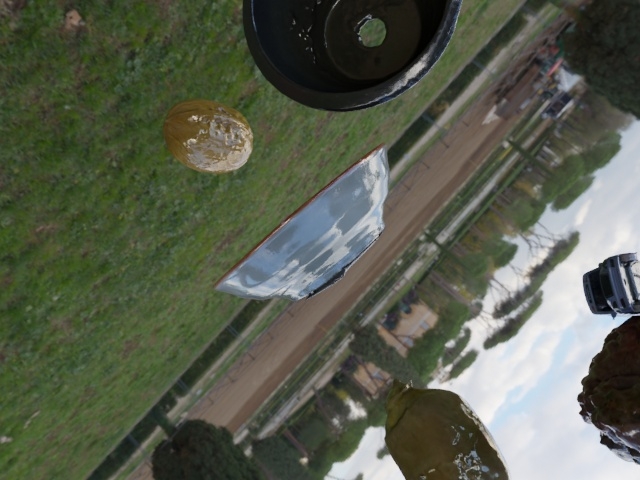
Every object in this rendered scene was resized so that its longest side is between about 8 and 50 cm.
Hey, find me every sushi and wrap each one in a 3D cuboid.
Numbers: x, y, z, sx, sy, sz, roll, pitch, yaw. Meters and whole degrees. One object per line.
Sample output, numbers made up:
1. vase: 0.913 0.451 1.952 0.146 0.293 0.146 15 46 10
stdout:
1. sushi: 0.440 0.220 0.582 0.171 0.270 0.236 -57 -162 -21

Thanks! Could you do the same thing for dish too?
1. dish: 0.000 0.000 0.597 0.260 0.085 0.260 -40 -178 2

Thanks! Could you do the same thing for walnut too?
1. walnut: -0.243 -0.227 1.102 0.206 0.159 0.159 11 127 -38

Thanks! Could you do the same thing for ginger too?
1. ginger: 0.169 0.306 0.674 0.152 0.267 0.138 6 136 -22

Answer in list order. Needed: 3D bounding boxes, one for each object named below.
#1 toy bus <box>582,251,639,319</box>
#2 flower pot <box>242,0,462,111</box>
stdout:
1. toy bus: 0.398 0.066 0.651 0.167 0.073 0.076 11 157 -38
2. flower pot: 0.052 -0.288 0.649 0.269 0.269 0.166 -50 168 14
